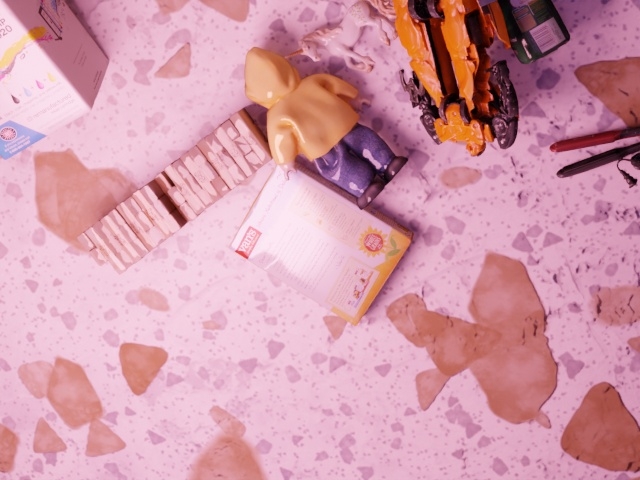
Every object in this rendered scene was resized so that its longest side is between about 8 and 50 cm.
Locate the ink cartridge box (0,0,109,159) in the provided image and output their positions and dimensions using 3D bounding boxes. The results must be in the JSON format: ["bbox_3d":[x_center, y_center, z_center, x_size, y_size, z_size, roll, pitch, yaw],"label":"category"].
[{"bbox_3d":[-0.456,-0.279,1.606,0.171,0.168,0.232,-26,121,17],"label":"ink cartridge box"}]

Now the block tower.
[{"bbox_3d":[-0.217,-0.075,1.703,0.335,0.097,0.091,-35,98,20],"label":"block tower"}]

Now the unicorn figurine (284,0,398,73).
[{"bbox_3d":[0.041,-0.296,1.610,0.111,0.060,0.162,38,94,-2],"label":"unicorn figurine"}]

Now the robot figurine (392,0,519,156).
[{"bbox_3d":[0.194,-0.258,1.538,0.211,0.085,0.291,13,128,52],"label":"robot figurine"}]

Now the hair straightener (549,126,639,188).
[{"bbox_3d":[0.456,-0.124,1.596,0.230,0.047,0.089,-13,105,9],"label":"hair straightener"}]

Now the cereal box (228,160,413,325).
[{"bbox_3d":[0.000,0.000,1.709,0.240,0.047,0.173,32,109,0],"label":"cereal box"}]

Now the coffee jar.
[{"bbox_3d":[0.272,-0.342,1.528,0.079,0.096,0.184,-29,99,9],"label":"coffee jar"}]

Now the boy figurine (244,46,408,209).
[{"bbox_3d":[-0.012,-0.168,1.625,0.285,0.092,0.177,40,76,-2],"label":"boy figurine"}]
